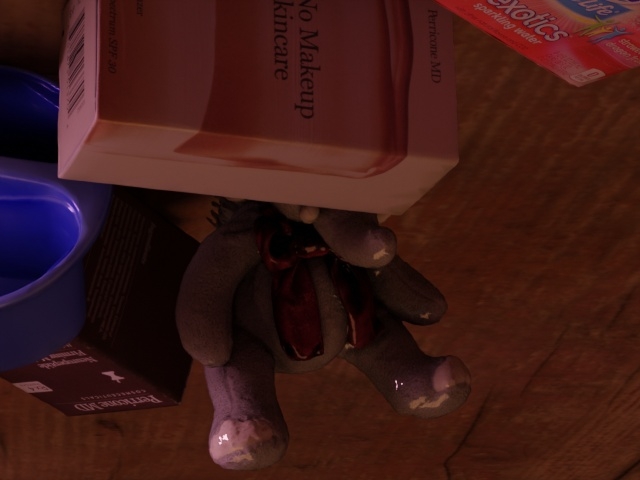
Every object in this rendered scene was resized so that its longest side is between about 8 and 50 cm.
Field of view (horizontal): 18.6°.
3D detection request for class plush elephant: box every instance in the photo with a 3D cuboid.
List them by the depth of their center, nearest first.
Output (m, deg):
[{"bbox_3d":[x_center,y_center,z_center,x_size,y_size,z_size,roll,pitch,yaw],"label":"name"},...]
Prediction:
[{"bbox_3d":[0.000,0.000,1.773,0.272,0.330,0.255,-7,141,-26],"label":"plush elephant"}]

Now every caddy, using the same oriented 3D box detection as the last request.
[{"bbox_3d":[-0.336,-0.027,1.621,0.341,0.241,0.179,0,150,3],"label":"caddy"}]

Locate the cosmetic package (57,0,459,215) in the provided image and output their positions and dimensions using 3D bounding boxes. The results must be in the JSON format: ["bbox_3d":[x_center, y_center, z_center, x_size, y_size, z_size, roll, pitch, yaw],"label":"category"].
[{"bbox_3d":[-0.050,-0.121,1.550,0.296,0.153,0.129,5,159,-21],"label":"cosmetic package"}]

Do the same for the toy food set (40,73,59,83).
[{"bbox_3d":[-0.281,-0.096,1.750,0.132,0.038,0.192,5,158,-18],"label":"toy food set"}]

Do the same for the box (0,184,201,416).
[{"bbox_3d":[-0.237,0.051,1.887,0.168,0.167,0.203,-10,145,40],"label":"box"}]

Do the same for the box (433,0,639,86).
[{"bbox_3d":[0.152,-0.229,1.290,0.154,0.142,0.300,-17,155,35],"label":"box"}]
